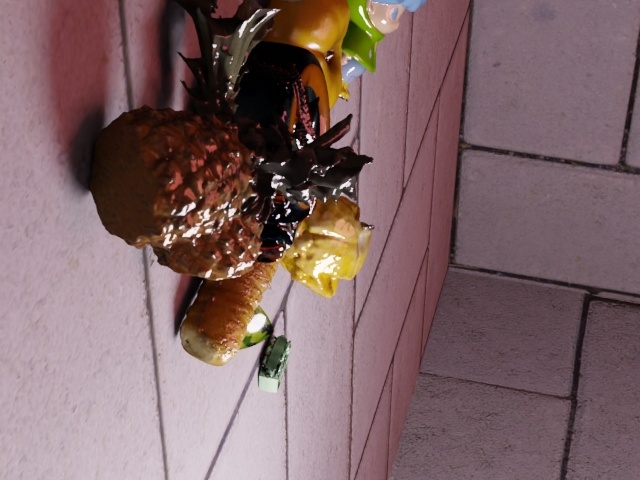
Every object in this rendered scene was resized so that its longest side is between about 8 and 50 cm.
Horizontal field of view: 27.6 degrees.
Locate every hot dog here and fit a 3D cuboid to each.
[{"bbox_3d":[-0.086,0.019,1.510,0.068,0.083,0.289,112,0,-51],"label":"hot dog"}]

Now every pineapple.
[{"bbox_3d":[-0.099,-0.106,1.275,0.130,0.119,0.277,-9,108,-52],"label":"pineapple"},{"bbox_3d":[-0.074,-0.061,1.154,0.248,0.128,0.128,-8,112,-37],"label":"pineapple"}]

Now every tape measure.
[{"bbox_3d":[-0.057,-0.111,1.429,0.223,0.135,0.202,80,21,-53],"label":"tape measure"}]

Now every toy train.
[{"bbox_3d":[-0.065,0.176,1.887,0.083,0.033,0.053,-68,169,-48],"label":"toy train"}]

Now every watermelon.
[{"bbox_3d":[-0.090,0.097,1.602,0.163,0.069,0.087,72,30,-71],"label":"watermelon"}]

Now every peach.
[{"bbox_3d":[-0.022,-0.234,1.591,0.179,0.103,0.179,9,90,-76],"label":"peach"}]

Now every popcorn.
[{"bbox_3d":[0.000,0.000,1.797,0.167,0.152,0.148,60,38,-51],"label":"popcorn"}]

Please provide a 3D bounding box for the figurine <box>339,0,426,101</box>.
[{"bbox_3d":[0.066,-0.334,1.899,0.263,0.143,0.162,-65,169,8],"label":"figurine"}]
